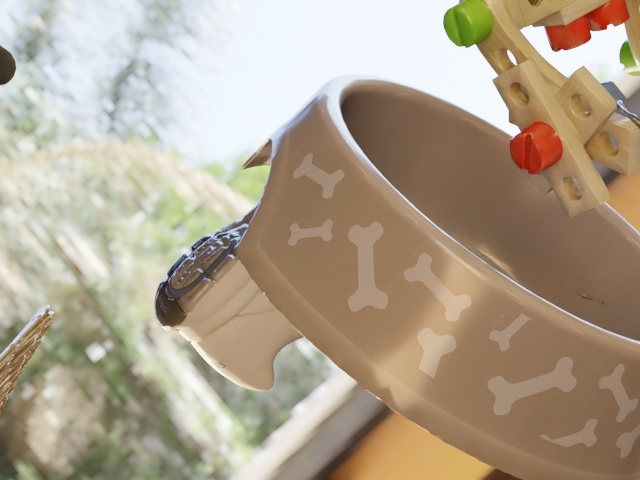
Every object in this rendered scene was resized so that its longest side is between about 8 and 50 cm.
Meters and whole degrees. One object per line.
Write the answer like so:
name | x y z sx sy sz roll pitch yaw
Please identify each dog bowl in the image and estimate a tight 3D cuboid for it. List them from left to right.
dog bowl | 0.106 0.017 1.318 0.102 0.349 0.349 -57 -18 20

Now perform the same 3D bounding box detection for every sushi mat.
sushi mat | -0.294 0.162 1.557 0.151 0.019 0.316 -57 0 22

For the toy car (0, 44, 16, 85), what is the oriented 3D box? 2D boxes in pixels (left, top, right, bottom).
toy car | -0.282 -0.165 1.373 0.149 0.188 0.155 -9 31 40

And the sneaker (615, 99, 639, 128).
sneaker | 0.206 -0.016 0.842 0.051 0.170 0.089 -55 9 5

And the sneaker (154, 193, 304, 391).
sneaker | 0.000 0.000 1.655 0.297 0.129 0.111 -42 23 -8

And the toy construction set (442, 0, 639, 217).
toy construction set | 0.194 -0.151 1.335 0.151 0.215 0.328 -5 22 40
